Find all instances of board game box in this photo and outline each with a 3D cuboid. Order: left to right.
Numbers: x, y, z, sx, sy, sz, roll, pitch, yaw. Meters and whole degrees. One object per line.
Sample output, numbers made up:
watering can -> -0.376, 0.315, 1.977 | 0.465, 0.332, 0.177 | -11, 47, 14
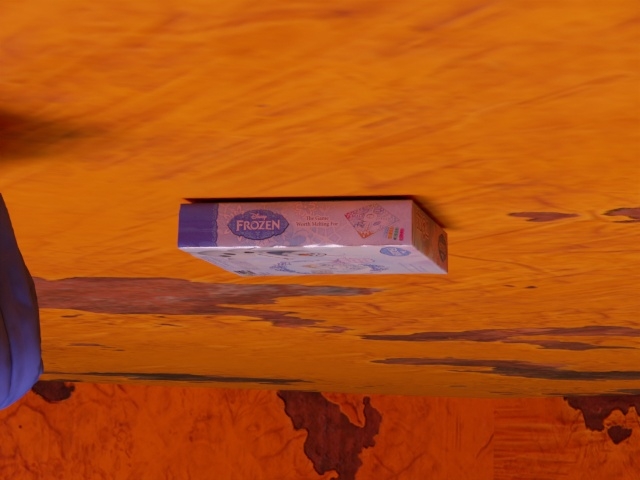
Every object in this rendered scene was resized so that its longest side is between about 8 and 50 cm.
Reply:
board game box -> 0.000, 0.000, 0.624 | 0.090, 0.020, 0.090 | 0, 172, 13

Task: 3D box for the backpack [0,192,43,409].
backpack -> -0.137, 0.012, 0.469 | 0.120, 0.098, 0.101 | -6, -161, 42
